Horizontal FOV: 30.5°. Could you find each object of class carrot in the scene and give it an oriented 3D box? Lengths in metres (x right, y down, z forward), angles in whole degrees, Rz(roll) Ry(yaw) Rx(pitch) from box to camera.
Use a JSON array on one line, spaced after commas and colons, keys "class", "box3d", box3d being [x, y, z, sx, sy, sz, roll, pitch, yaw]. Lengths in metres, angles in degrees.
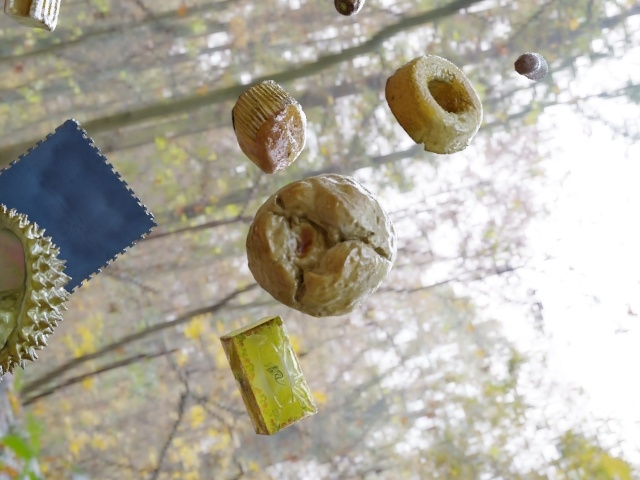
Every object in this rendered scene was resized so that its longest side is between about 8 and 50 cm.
[{"class": "carrot", "box3d": [0.071, -0.484, 2.251, 0.161, 0.055, 0.055, -62, 160, -47]}]

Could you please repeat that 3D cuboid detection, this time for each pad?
[{"class": "pad", "box3d": [-0.476, -0.046, 2.150, 0.270, 0.269, 0.012, 55, -5, -22]}]

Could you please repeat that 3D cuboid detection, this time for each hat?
[{"class": "hat", "box3d": [0.442, -0.363, 2.418, 0.042, 0.087, 0.058, -6, -99, 62]}]

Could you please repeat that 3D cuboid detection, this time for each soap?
[{"class": "soap", "box3d": [-0.508, -0.509, 2.133, 0.140, 0.073, 0.232, -151, -108, -89]}]

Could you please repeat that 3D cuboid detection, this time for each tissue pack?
[{"class": "tissue pack", "box3d": [-0.085, 0.220, 1.915, 0.062, 0.095, 0.176, -11, -80, 64]}]

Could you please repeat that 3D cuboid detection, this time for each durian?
[{"class": "durian", "box3d": [-0.489, 0.098, 1.863, 0.172, 0.166, 0.306, 150, -51, -85]}]

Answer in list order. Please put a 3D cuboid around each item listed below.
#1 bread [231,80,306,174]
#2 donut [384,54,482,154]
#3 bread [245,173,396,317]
[{"class": "bread", "box3d": [-0.097, -0.222, 2.357, 0.114, 0.132, 0.190, 43, -16, 24]}, {"class": "donut", "box3d": [0.198, -0.232, 1.953, 0.178, 0.162, 0.065, 42, -37, -6]}, {"class": "bread", "box3d": [0.000, 0.000, 1.855, 0.134, 0.244, 0.244, 56, 14, -74]}]
